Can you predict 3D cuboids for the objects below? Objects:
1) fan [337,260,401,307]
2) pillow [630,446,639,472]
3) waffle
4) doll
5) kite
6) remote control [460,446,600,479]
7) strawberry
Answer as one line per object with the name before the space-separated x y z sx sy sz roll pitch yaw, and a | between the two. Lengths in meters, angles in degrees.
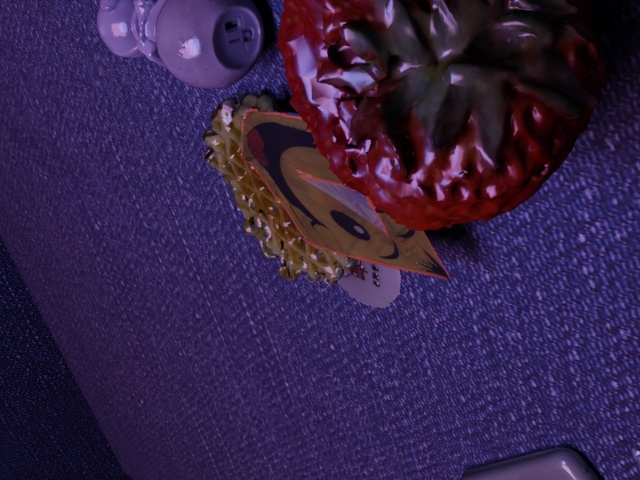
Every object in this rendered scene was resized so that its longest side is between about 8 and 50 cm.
fan | -0.001 0.000 1.416 0.329 0.009 0.191 29 143 36
pillow | 0.491 0.277 0.891 0.310 0.138 0.283 48 142 5
waffle | -0.055 -0.074 1.356 0.317 0.073 0.297 53 153 -4
doll | -0.206 -0.292 1.250 0.287 0.151 0.151 19 137 40
kite | 0.030 -0.045 1.141 0.327 0.013 0.377 34 157 7
remote control | 0.300 0.365 1.348 0.090 0.038 0.309 52 150 5
strawberry | 0.104 -0.165 0.863 0.312 0.267 0.351 58 -177 3
